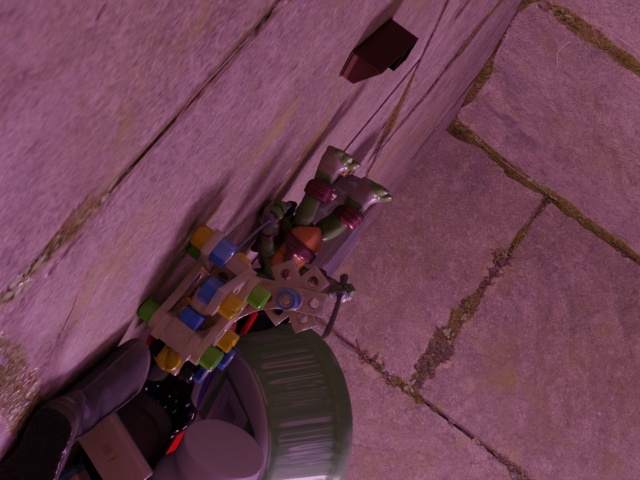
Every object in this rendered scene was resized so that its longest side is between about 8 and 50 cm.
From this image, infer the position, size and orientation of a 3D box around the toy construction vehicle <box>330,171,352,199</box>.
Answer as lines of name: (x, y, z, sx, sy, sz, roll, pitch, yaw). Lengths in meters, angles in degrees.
toy construction vehicle: (0.036, -0.119, 2.083, 0.086, 0.035, 0.098, -53, 175, 0)

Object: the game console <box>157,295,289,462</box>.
game console: (-0.220, 0.259, 1.919, 0.387, 0.060, 0.342, -59, 158, 19)

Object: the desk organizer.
desk organizer: (0.084, -0.258, 1.485, 0.130, 0.050, 0.047, -48, 172, -46)

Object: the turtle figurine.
turtle figurine: (0.000, 0.000, 1.661, 0.266, 0.197, 0.275, -52, 179, -5)

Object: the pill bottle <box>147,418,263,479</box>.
pill bottle: (-0.196, 0.421, 1.590, 0.302, 0.169, 0.169, -65, 170, 25)

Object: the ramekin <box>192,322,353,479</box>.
ramekin: (-0.095, 0.290, 1.723, 0.148, 0.303, 0.303, -2, 140, -36)

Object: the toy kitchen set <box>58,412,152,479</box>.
toy kitchen set: (-0.336, 0.316, 1.447, 0.207, 0.122, 0.166, -33, 175, 0)

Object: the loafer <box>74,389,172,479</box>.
loafer: (-0.338, 0.372, 1.632, 0.130, 0.133, 0.366, -41, 158, -46)

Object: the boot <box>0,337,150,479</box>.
boot: (-0.298, 0.224, 1.283, 0.190, 0.076, 0.208, -53, -178, 20)

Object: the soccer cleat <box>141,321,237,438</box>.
soccer cleat: (-0.207, 0.196, 1.666, 0.318, 0.108, 0.116, -60, 176, 36)

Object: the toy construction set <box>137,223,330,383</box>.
toy construction set: (-0.122, 0.085, 1.413, 0.215, 0.151, 0.327, -56, 158, 10)

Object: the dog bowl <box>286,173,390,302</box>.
dog bowl: (0.008, 0.004, 2.291, 0.349, 0.102, 0.349, -53, 175, -6)
